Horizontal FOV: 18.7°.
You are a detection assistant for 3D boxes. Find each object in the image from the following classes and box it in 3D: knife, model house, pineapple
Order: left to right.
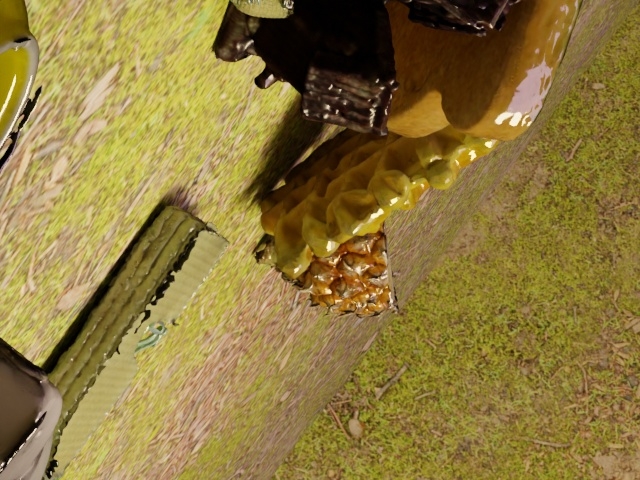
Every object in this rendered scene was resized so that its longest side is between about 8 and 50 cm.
[{"bbox_3d":[-0.188,0.135,1.681,0.166,0.023,0.078,-55,165,-4],"label":"knife"},{"bbox_3d":[0.000,0.003,1.943,0.176,0.137,0.161,53,29,-88],"label":"pineapple"},{"bbox_3d":[0.044,-0.162,1.320,0.203,0.164,0.141,-51,166,-7],"label":"model house"}]

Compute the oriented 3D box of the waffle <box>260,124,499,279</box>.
[{"bbox_3d":[0.065,-0.082,1.745,0.309,0.065,0.283,-40,-166,-15],"label":"waffle"}]

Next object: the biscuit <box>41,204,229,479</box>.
[{"bbox_3d":[-0.162,0.083,1.544,0.250,0.046,0.147,-55,173,1],"label":"biscuit"}]

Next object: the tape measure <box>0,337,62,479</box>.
[{"bbox_3d":[-0.244,0.155,1.148,0.236,0.120,0.197,-51,175,-3],"label":"tape measure"}]

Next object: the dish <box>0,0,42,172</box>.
[{"bbox_3d":[-0.173,-0.060,0.808,0.207,0.080,0.149,-61,169,30],"label":"dish"}]

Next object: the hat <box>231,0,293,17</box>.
[{"bbox_3d":[-0.039,-0.173,1.169,0.077,0.059,0.076,134,-41,-80],"label":"hat"}]

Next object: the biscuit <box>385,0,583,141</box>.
[{"bbox_3d":[0.127,-0.196,1.418,0.343,0.057,0.287,-51,-146,40],"label":"biscuit"}]
